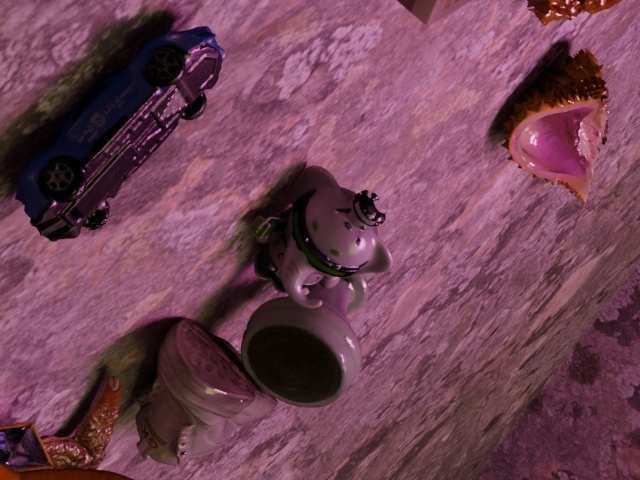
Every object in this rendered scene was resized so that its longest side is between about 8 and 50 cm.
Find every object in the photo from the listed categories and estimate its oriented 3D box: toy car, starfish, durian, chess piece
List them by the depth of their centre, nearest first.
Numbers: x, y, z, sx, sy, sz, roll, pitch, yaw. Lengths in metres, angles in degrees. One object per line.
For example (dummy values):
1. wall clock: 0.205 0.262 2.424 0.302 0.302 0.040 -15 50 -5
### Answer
1. toy car: -0.163 -0.093 1.467 0.216 0.063 0.103 -50 164 -6
2. starfish: -0.288 0.242 1.995 0.138 0.050 0.247 -30 150 -40
3. chess piece: 0.015 0.062 2.141 0.272 0.139 0.139 -60 178 -46
4. durian: 0.322 -0.156 2.365 0.165 0.132 0.182 -56 152 -2

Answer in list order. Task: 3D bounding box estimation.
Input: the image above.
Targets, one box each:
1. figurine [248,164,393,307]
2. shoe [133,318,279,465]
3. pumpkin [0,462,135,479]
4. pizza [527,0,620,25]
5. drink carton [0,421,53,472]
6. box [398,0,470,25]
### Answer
1. figurine: 0.000 0.000 1.977 0.192 0.147 0.126 -36 -166 44
2. shoe: -0.155 0.189 2.065 0.159 0.124 0.316 -40 164 5
3. pumpkin: -0.328 0.300 1.776 0.290 0.095 0.258 16 127 -30
4. pizza: 0.333 -0.327 2.066 0.226 0.086 0.335 -48 165 6
5. drink carton: -0.344 0.274 1.871 0.084 0.074 0.200 -6 142 -39
6. box: 0.167 -0.306 1.758 0.201 0.058 0.141 -34 160 -36
